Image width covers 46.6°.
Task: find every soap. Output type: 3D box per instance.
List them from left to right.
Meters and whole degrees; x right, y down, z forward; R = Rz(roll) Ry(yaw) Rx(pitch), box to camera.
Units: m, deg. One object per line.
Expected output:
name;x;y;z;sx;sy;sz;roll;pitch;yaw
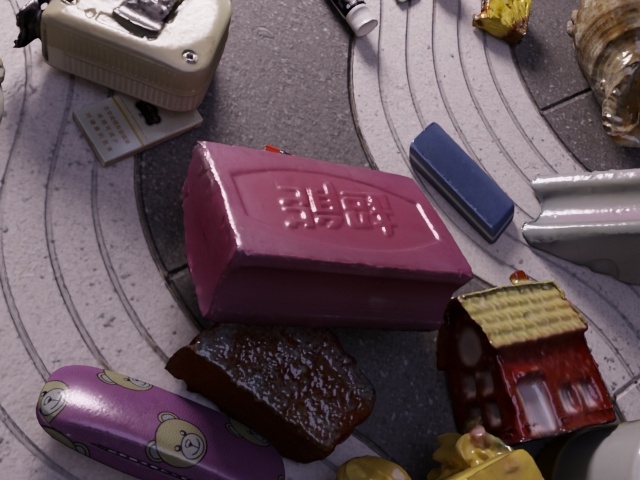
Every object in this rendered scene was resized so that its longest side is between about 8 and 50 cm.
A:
soap;0.000;0.000;1.008;0.359;0.128;0.233;6;39;-30
soap;0.544;-0.008;1.361;0.302;0.258;0.159;0;63;25

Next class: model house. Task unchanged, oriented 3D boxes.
model house;0.289;0.173;1.117;0.195;0.160;0.254;-5;70;-25

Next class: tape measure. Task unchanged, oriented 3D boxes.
tape measure;-0.269;-0.334;1.082;0.271;0.133;0.232;17;57;-6

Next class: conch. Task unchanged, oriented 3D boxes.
conch;0.608;-0.355;1.441;0.297;0.210;0.353;17;98;-19

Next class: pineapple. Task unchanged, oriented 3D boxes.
pineapple;0.355;-0.428;1.436;0.137;0.069;0.116;-28;88;-20

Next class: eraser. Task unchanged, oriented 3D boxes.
eraser;0.243;-0.099;1.269;0.225;0.036;0.082;45;61;-2

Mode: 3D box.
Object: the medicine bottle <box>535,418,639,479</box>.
medicine bottle;0.464;0.379;1.066;0.237;0.232;0.238;8;67;-21

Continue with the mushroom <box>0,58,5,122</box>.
mushroom;-0.473;-0.237;0.993;0.096;0.099;0.278;7;63;-35

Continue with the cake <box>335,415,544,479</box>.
cake;0.166;0.383;0.943;0.227;0.222;0.286;-16;77;-29

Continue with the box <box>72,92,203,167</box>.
box;-0.266;-0.179;1.091;0.166;0.024;0.090;-30;83;-29

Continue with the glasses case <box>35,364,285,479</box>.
glasses case;-0.188;0.241;0.909;0.316;0.076;0.123;25;18;-12

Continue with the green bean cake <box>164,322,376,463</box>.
green bean cake;-0.057;0.189;0.996;0.198;0.097;0.233;-39;88;-32

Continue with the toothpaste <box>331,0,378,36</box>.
toothpaste;0.029;-0.447;1.313;0.071;0.045;0.194;-24;75;-29

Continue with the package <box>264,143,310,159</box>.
package;-0.067;-0.052;1.128;0.083;0.022;0.201;20;63;-16
